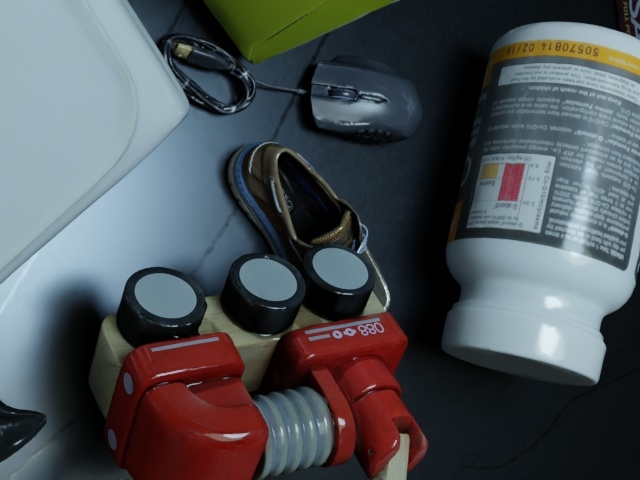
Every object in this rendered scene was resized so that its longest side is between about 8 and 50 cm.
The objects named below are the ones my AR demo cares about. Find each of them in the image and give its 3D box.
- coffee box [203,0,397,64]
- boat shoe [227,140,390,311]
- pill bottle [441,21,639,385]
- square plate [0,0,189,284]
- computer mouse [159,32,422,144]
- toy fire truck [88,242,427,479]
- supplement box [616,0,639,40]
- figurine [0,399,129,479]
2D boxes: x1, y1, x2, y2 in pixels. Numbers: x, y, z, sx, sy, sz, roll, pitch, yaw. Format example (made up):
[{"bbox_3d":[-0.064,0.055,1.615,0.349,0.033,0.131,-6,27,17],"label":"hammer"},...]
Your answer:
[{"bbox_3d":[0.043,-0.376,0.792,0.334,0.338,0.337,-46,110,-29],"label":"coffee box"},{"bbox_3d":[0.000,0.000,0.919,0.183,0.066,0.066,48,66,-21],"label":"boat shoe"},{"bbox_3d":[0.195,-0.028,0.985,0.162,0.162,0.278,21,77,-30],"label":"pill bottle"},{"bbox_3d":[-0.253,-0.075,0.661,0.347,0.049,0.344,-45,140,-16],"label":"square plate"},{"bbox_3d":[-0.014,-0.123,0.931,0.242,0.041,0.071,7,85,-31],"label":"computer mouse"},{"bbox_3d":[-0.023,0.148,0.805,0.217,0.246,0.158,-7,136,-32],"label":"toy fire truck"},{"bbox_3d":[0.413,-0.191,1.181,0.239,0.073,0.130,-8,92,-33],"label":"supplement box"},{"bbox_3d":[-0.214,0.207,0.737,0.215,0.092,0.209,39,61,1],"label":"figurine"}]
